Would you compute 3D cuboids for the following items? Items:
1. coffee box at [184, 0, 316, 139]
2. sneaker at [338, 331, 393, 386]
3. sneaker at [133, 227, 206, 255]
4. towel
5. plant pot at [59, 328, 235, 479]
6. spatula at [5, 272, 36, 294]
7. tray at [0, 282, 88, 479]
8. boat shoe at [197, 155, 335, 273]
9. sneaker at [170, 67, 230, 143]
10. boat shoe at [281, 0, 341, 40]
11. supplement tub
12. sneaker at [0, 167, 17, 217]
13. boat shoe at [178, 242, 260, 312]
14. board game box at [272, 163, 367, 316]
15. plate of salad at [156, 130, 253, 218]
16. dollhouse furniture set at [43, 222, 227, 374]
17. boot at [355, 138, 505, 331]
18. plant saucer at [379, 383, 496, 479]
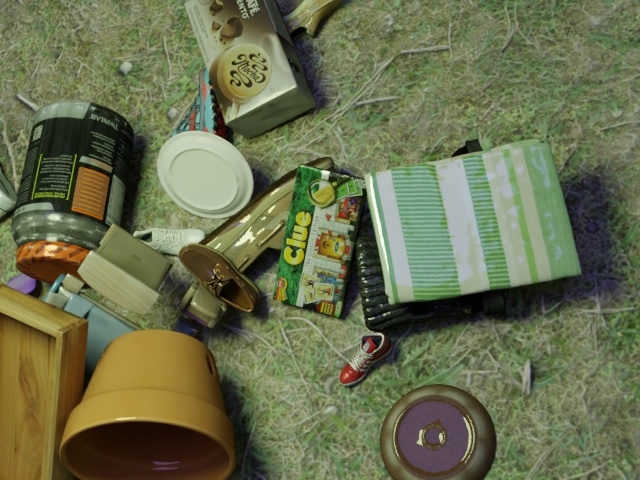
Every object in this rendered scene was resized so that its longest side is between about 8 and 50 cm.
[{"bbox_3d":[-0.144,-0.383,1.905,0.168,0.119,0.297,-24,71,15],"label":"coffee box"},{"bbox_3d":[0.074,0.207,1.643,0.118,0.067,0.042,-42,62,-4],"label":"sneaker"},{"bbox_3d":[-0.303,0.000,1.849,0.152,0.061,0.053,-7,63,12],"label":"sneaker"},{"bbox_3d":[0.253,-0.031,1.578,0.325,0.038,0.247,-11,77,4],"label":"towel"},{"bbox_3d":[-0.289,0.291,1.608,0.291,0.291,0.203,-11,50,11],"label":"plant pot"},{"bbox_3d":[-0.606,0.123,1.809,0.084,0.030,0.296,-30,18,3],"label":"spatula"},{"bbox_3d":[-0.522,0.300,1.641,0.203,0.076,0.410,19,111,23],"label":"tray"},{"bbox_3d":[-0.096,-0.031,1.786,0.341,0.121,0.110,-38,100,3],"label":"boat shoe"},{"bbox_3d":[-0.257,-0.243,1.921,0.125,0.104,0.261,-9,64,14],"label":"sneaker"},{"bbox_3d":[-0.028,-0.465,1.981,0.190,0.068,0.072,-30,74,14],"label":"boat shoe"},{"bbox_3d":[-0.497,-0.093,1.865,0.207,0.207,0.338,-2,66,15],"label":"supplement tub"},{"bbox_3d":[-0.750,-0.143,2.026,0.091,0.094,0.258,-40,58,6],"label":"sneaker"},{"bbox_3d":[-0.184,0.070,1.711,0.178,0.060,0.064,38,105,-15],"label":"boat shoe"},{"bbox_3d":[0.000,0.000,1.704,0.136,0.030,0.259,14,100,17],"label":"board game box"},{"bbox_3d":[-0.225,-0.131,1.828,0.200,0.199,0.048,0,34,16],"label":"plate of salad"},{"bbox_3d":[-0.373,0.174,1.676,0.286,0.198,0.303,34,103,-9],"label":"dollhouse furniture set"},{"bbox_3d":[0.189,-0.013,1.672,0.260,0.131,0.348,-6,66,14],"label":"boot"},{"bbox_3d":[0.194,0.335,1.569,0.199,0.036,0.198,-6,66,14],"label":"plant saucer"}]
